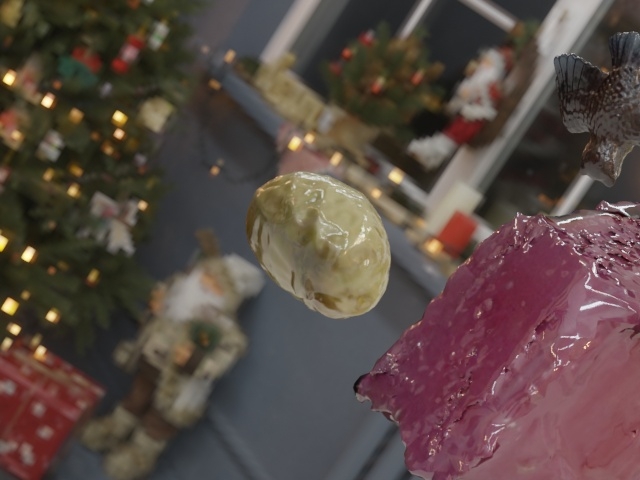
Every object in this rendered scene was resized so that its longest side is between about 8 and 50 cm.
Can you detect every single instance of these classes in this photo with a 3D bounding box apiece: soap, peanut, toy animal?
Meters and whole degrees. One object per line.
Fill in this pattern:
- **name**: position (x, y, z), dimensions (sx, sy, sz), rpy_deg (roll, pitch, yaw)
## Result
- **soap**: position (0.176, 0.095, 0.784), dimensions (0.289, 0.182, 0.112), rpy_deg (37, 12, -38)
- **peanut**: position (0.000, 0.000, 1.420), dimensions (0.159, 0.109, 0.140), rpy_deg (47, -26, 41)
- **toy animal**: position (0.384, -0.169, 2.048), dimensions (0.218, 0.179, 0.116), rpy_deg (20, -13, 25)
